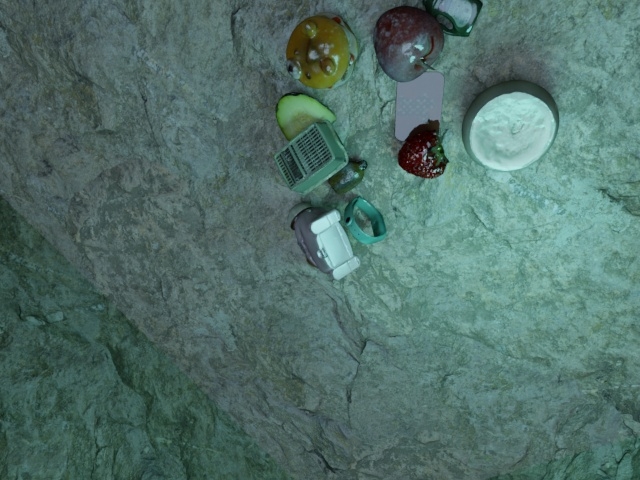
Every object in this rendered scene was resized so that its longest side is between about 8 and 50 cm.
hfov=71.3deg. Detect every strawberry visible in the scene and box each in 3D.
[{"bbox_3d":[0.392,-0.328,1.748,0.202,0.187,0.184,-9,79,38],"label":"strawberry"}]

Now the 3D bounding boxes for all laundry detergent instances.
[{"bbox_3d":[0.440,-0.798,1.551,0.211,0.063,0.137,22,127,6],"label":"laundry detergent"}]

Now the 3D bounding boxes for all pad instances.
[{"bbox_3d":[0.384,-0.518,1.747,0.181,0.004,0.267,5,117,14],"label":"pad"}]

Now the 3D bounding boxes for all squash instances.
[{"bbox_3d":[-0.090,-0.496,1.825,0.237,0.155,0.204,-31,102,27],"label":"squash"}]

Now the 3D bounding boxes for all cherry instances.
[{"bbox_3d":[0.311,-0.681,1.568,0.236,0.213,0.285,-44,73,11],"label":"cherry"}]

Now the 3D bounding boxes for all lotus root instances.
[{"bbox_3d":[0.121,-0.277,1.903,0.192,0.088,0.113,-33,105,27],"label":"lotus root"}]

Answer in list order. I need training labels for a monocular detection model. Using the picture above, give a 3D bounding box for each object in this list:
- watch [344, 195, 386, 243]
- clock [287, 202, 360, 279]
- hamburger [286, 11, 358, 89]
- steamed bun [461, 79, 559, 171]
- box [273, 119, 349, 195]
[{"bbox_3d":[0.188,-0.086,1.915,0.195,0.237,0.068,20,135,-27],"label":"watch"},{"bbox_3d":[0.000,0.000,1.977,0.184,0.326,0.342,-25,109,-17],"label":"clock"},{"bbox_3d":[-0.003,-0.688,1.650,0.277,0.237,0.276,7,116,15],"label":"hamburger"},{"bbox_3d":[0.671,-0.406,1.595,0.325,0.206,0.324,7,115,15],"label":"steamed bun"},{"bbox_3d":[-0.035,-0.339,1.850,0.291,0.166,0.220,-32,78,29],"label":"box"}]
